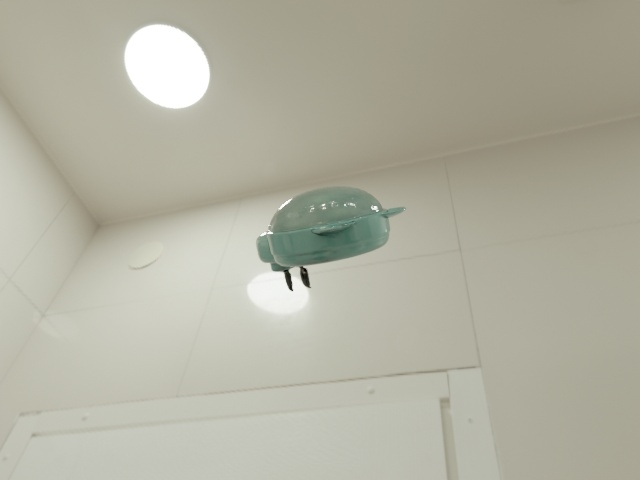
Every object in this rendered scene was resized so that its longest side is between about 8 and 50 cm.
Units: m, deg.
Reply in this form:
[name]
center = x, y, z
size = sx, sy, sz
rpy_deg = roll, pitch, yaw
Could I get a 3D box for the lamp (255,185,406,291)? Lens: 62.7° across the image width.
[lamp]
center = -0.003, -0.012, 0.912
size = 0.209, 0.147, 0.284
rpy_deg = -13, -14, -39
